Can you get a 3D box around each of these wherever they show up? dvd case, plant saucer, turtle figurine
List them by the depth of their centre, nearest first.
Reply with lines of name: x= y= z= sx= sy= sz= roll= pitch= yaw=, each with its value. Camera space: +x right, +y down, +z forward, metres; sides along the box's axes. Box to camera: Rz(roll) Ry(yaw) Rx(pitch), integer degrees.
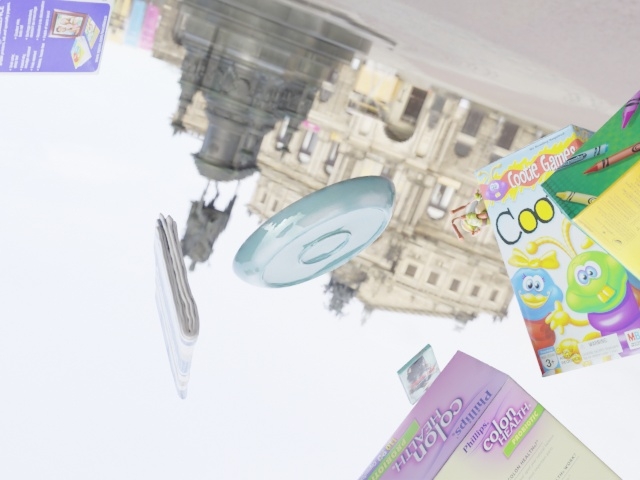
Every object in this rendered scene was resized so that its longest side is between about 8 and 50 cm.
plant saucer: x=0.000 y=0.000 z=1.213 sx=0.318 sy=0.318 sz=0.043 roll=1 pitch=-125 yaw=-54
dvd case: x=0.196 y=0.264 z=1.374 sx=0.013 sy=0.087 sz=0.119 roll=38 pitch=160 yaw=42
turtle figurine: x=0.371 y=-0.078 z=1.474 sx=0.087 sy=0.217 sz=0.269 roll=47 pitch=-157 yaw=-1

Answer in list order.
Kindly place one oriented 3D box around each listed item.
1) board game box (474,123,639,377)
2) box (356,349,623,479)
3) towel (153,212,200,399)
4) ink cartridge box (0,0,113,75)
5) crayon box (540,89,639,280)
board game box: x=0.328 y=0.015 z=0.884 sx=0.144 sy=0.142 sz=0.275 roll=1 pitch=-111 yaw=-47
box: x=0.205 y=0.296 z=0.841 sx=0.243 sy=0.213 sz=0.117 roll=42 pitch=172 yaw=-20
towel: x=-0.228 y=0.113 z=1.104 sx=0.034 sy=0.285 sz=0.209 roll=-10 pitch=-117 yaw=-18
ink cartridge box: x=-0.338 y=-0.292 z=0.816 sx=0.045 sy=0.206 sz=0.208 roll=41 pitch=-146 yaw=26
crayon box: x=0.378 y=-0.020 z=0.695 sx=0.278 sy=0.165 sz=0.081 roll=35 pitch=-160 yaw=-23
